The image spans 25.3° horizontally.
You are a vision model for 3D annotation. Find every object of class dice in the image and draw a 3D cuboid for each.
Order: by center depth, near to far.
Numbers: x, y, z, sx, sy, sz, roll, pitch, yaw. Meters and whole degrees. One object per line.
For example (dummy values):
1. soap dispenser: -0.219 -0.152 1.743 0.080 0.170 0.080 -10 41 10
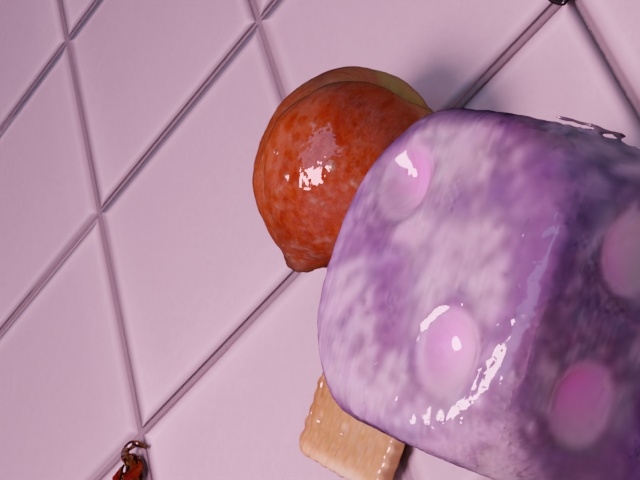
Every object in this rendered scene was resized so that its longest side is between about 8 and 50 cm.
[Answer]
1. dice: 0.179 0.056 1.163 0.270 0.270 0.271 17 87 54

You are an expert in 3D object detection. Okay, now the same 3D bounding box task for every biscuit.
1. biscuit: 0.064 0.128 1.481 0.160 0.030 0.249 19 89 55

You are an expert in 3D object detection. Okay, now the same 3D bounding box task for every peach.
1. peach: 0.030 -0.064 1.483 0.232 0.233 0.232 -27 54 43

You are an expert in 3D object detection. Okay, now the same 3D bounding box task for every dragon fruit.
1. dragon fruit: -0.254 0.330 1.754 0.094 0.094 0.190 -15 51 49

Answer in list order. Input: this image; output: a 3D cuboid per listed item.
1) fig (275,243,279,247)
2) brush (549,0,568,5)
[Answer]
1. fig: 0.000 0.000 1.597 0.089 0.089 0.125 -48 66 27
2. brush: 0.282 -0.324 1.427 0.193 0.016 0.063 -57 38 17
